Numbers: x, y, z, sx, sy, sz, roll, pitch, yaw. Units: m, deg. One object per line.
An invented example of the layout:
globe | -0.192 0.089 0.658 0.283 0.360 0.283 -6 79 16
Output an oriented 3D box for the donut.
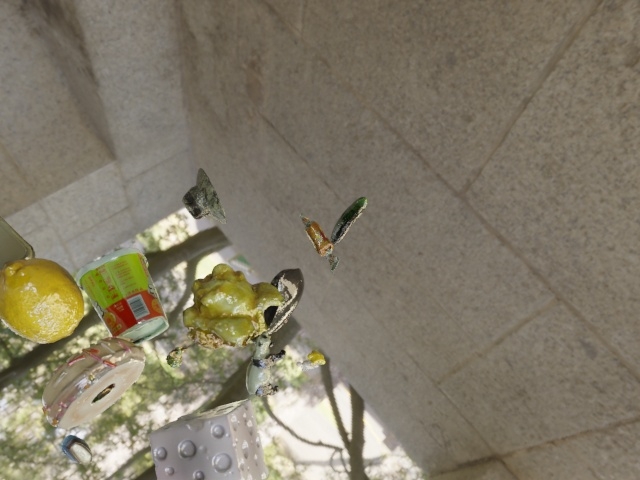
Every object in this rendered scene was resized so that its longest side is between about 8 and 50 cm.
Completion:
donut | -0.786 0.481 1.988 0.142 0.383 0.382 44 155 14

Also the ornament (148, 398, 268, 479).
ornament | -0.313 0.619 1.655 0.240 0.239 0.239 33 -137 -80

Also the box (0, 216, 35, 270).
box | -0.972 0.030 1.755 0.274 0.138 0.178 42 157 13

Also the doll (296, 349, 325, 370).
doll | -0.048 0.529 2.504 0.071 0.135 0.113 60 139 33

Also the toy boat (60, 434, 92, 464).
toy boat | -0.708 0.608 1.671 0.061 0.060 0.137 19 147 32

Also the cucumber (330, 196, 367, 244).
cucumber | 0.091 -0.066 2.008 0.056 0.056 0.284 50 141 12

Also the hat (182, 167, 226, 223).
hat | -0.501 -0.159 2.392 0.265 0.129 0.265 56 164 25

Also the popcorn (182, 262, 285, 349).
popcorn | -0.286 0.223 1.947 0.289 0.326 0.321 64 -166 10

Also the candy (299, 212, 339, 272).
candy | 0.000 0.000 1.503 0.182 0.047 0.053 59 173 11

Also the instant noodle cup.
instant noodle cup | -0.744 0.232 2.210 0.307 0.294 0.294 58 159 18

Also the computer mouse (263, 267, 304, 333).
computer mouse | -0.128 0.229 2.109 0.087 0.168 0.295 27 124 23

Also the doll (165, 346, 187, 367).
doll | -0.646 0.502 2.564 0.077 0.078 0.113 37 120 39

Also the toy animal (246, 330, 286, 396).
toy animal | -0.191 0.413 1.923 0.094 0.121 0.225 23 107 40

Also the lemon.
lemon | -0.741 0.157 1.519 0.204 0.204 0.260 15 141 56
